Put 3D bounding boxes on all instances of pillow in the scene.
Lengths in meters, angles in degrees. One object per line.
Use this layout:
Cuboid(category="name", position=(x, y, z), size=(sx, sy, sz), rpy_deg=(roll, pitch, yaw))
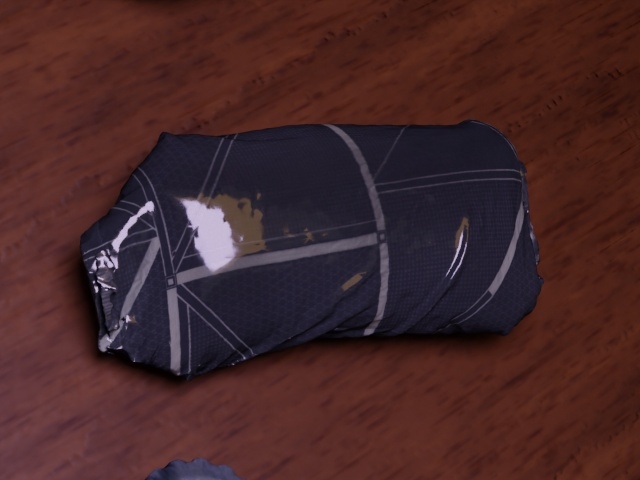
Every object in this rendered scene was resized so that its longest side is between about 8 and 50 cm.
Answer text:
Cuboid(category="pillow", position=(0.000, 0.000, 1.101), size=(0.335, 0.092, 0.161), rpy_deg=(-4, 74, -26))

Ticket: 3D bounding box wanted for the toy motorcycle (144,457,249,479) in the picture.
Cuboid(category="toy motorcycle", position=(-0.029, 0.280, 0.942), size=(0.188, 0.143, 0.327), rpy_deg=(20, 45, -25))
